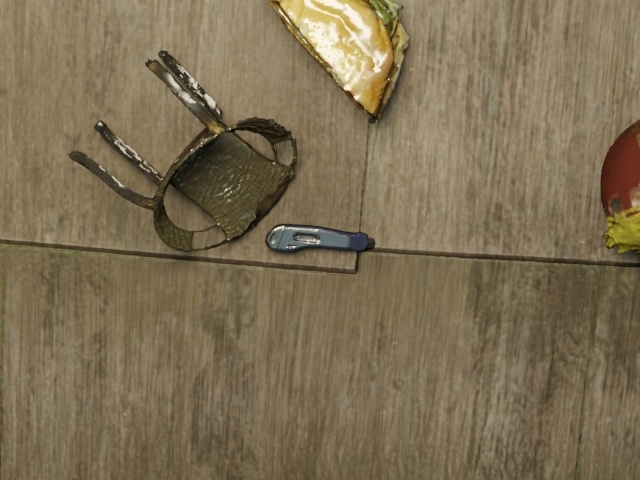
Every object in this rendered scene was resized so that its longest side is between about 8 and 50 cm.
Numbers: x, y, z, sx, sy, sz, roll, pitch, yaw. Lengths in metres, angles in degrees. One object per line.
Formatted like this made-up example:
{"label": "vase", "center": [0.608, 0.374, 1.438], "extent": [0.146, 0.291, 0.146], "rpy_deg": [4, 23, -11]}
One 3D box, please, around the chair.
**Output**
{"label": "chair", "center": [-0.130, -0.082, 1.322], "extent": [0.213, 0.149, 0.174], "rpy_deg": [39, 101, -15]}

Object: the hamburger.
{"label": "hamburger", "center": [0.032, -0.214, 1.317], "extent": [0.102, 0.087, 0.176], "rpy_deg": [-42, 94, -2]}

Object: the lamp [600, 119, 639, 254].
{"label": "lamp", "center": [0.372, -0.055, 1.332], "extent": [0.156, 0.135, 0.157], "rpy_deg": [-5, 104, 1]}

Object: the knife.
{"label": "knife", "center": [0.000, 0.000, 1.407], "extent": [0.121, 0.018, 0.031], "rpy_deg": [5, 99, -2]}
